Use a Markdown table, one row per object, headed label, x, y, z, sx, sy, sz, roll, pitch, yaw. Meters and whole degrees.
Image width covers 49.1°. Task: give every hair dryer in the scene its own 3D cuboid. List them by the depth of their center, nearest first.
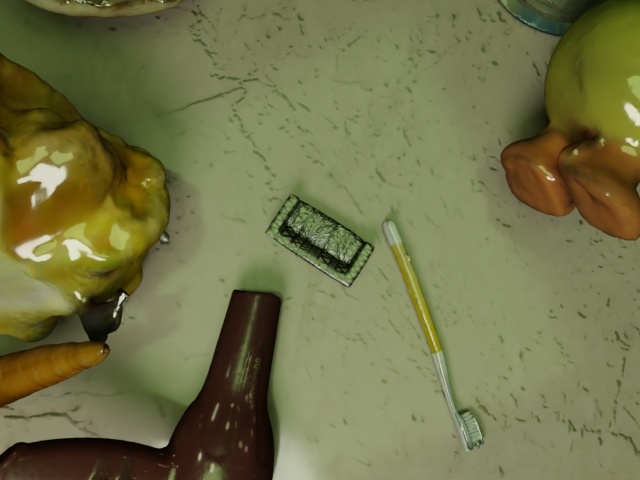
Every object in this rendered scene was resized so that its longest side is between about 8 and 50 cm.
| label | x | y | z | sx | sy | sz | roll | pitch | yaw |
| --- | --- | --- | --- | --- | --- | --- | --- | --- | --- |
| hair dryer | -0.198 | 0.185 | 0.719 | 0.340 | 0.123 | 0.313 | 14 | 78 | -31 |

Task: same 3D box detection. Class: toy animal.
| label | x | y | z | sx | sy | sz | roll | pitch | yaw |
| --- | --- | --- | --- | --- | --- | --- | --- | --- | --- |
| toy animal | 0.350 | -0.172 | 0.740 | 0.338 | 0.216 | 0.191 | -40 | 114 | -9 |

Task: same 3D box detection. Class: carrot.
| label | x | y | z | sx | sy | sz | roll | pitch | yaw |
| --- | --- | --- | --- | --- | --- | --- | --- | --- | --- |
| carrot | -0.336 | 0.145 | 0.741 | 0.336 | 0.069 | 0.069 | -22 | 87 | 29 |

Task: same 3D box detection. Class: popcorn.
| label | x | y | z | sx | sy | sz | roll | pitch | yaw |
| --- | --- | --- | --- | --- | --- | --- | --- | --- | --- |
| popcorn | -0.309 | -0.045 | 0.728 | 0.297 | 0.281 | 0.316 | -10 | 127 | -6 |

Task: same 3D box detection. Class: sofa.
| label | x | y | z | sx | sy | sz | roll | pitch | yaw |
| --- | --- | --- | --- | --- | --- | --- | --- | --- | --- |
| sofa | 0.000 | 0.000 | 0.821 | 0.118 | 0.039 | 0.060 | 33 | 87 | 1 |

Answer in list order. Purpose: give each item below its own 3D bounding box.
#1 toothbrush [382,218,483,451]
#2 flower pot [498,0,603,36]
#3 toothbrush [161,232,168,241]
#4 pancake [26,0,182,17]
| label | x | y | z | sx | sy | sz | roll | pitch | yaw |
| --- | --- | --- | --- | --- | --- | --- | --- | --- | --- |
| toothbrush | 0.132 | 0.109 | 0.826 | 0.024 | 0.021 | 0.288 | -20 | 88 | -12 |
| flower pot | 0.300 | -0.363 | 0.765 | 0.212 | 0.202 | 0.212 | 0 | 84 | 1 |
| toothbrush | -0.229 | -0.045 | 0.837 | 0.131 | 0.011 | 0.013 | 45 | 109 | 1 |
| pancake | -0.264 | -0.433 | 0.783 | 0.386 | 0.082 | 0.387 | 1 | 88 | -22 |
